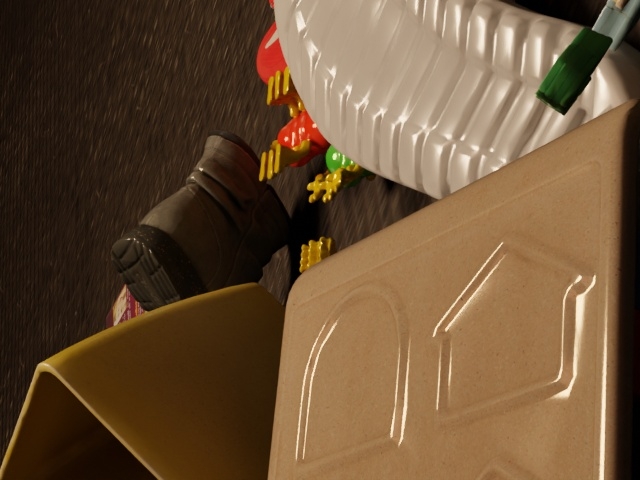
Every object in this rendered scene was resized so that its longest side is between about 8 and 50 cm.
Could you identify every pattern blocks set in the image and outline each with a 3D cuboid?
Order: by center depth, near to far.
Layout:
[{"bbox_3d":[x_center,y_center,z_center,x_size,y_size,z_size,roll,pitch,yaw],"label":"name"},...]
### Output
[{"bbox_3d":[0.188,-0.208,0.805,0.324,0.026,0.285,-64,-10,27],"label":"pattern blocks set"}]

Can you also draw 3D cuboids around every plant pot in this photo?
[{"bbox_3d":[-0.077,0.156,1.207,0.187,0.212,0.212,-39,-14,-37],"label":"plant pot"}]

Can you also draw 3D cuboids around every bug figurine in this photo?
[{"bbox_3d":[0.000,0.000,1.337,0.216,0.072,0.279,164,115,-66],"label":"bug figurine"}]

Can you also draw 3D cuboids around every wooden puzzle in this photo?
[{"bbox_3d":[0.074,0.126,0.949,0.322,0.080,0.347,-28,45,52],"label":"wooden puzzle"}]

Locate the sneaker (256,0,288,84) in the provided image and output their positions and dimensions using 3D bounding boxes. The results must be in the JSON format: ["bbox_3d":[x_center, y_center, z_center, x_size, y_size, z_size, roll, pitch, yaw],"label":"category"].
[{"bbox_3d":[-0.001,-0.196,1.366,0.279,0.118,0.107,146,131,-61],"label":"sneaker"}]

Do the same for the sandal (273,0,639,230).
[{"bbox_3d":[0.095,-0.107,1.119,0.416,0.102,0.169,43,126,48],"label":"sandal"}]

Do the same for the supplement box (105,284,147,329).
[{"bbox_3d":[-0.137,0.069,1.635,0.188,0.081,0.104,124,148,-45],"label":"supplement box"}]

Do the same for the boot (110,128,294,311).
[{"bbox_3d":[-0.068,0.041,1.456,0.083,0.246,0.161,10,45,38],"label":"boot"}]
